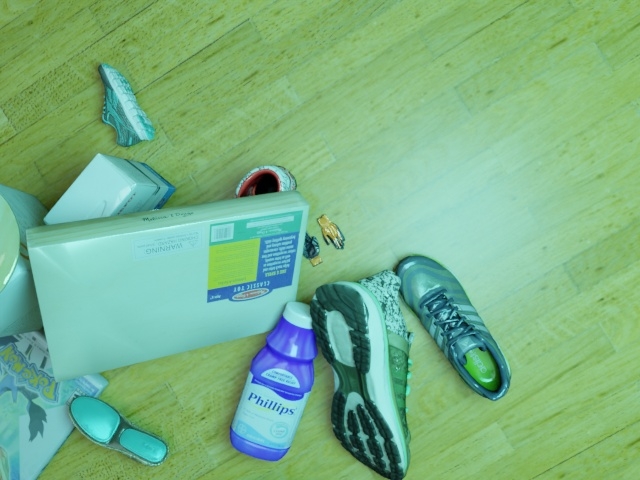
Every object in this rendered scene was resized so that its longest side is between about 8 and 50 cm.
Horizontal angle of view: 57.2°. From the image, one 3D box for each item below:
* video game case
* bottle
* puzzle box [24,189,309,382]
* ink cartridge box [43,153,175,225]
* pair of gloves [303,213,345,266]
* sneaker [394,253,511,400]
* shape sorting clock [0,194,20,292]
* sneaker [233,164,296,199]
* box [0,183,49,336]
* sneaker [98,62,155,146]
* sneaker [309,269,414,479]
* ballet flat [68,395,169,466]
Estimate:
[{"bbox_3d":[-0.627,0.292,1.140,0.329,0.036,0.300,38,95,2],"label":"video game case"},{"bbox_3d":[-0.072,0.248,1.043,0.118,0.092,0.283,19,103,-2],"label":"bottle"},{"bbox_3d":[-0.223,0.069,0.930,0.409,0.052,0.272,-10,130,-25],"label":"puzzle box"},{"bbox_3d":[-0.357,-0.064,1.022,0.086,0.203,0.148,41,94,2],"label":"ink cartridge box"},{"bbox_3d":[0.000,0.000,1.092,0.083,0.010,0.074,-33,90,8],"label":"pair of gloves"},{"bbox_3d":[0.239,0.149,1.020,0.111,0.121,0.300,-39,88,5],"label":"sneaker"},{"bbox_3d":[-0.502,0.009,0.768,0.206,0.040,0.206,3,78,-12],"label":"shape sorting clock"},{"bbox_3d":[-0.143,-0.019,1.035,0.090,0.145,0.270,36,94,3],"label":"sneaker"},{"bbox_3d":[-0.540,0.029,0.960,0.168,0.345,0.215,-42,88,-5],"label":"box"},{"bbox_3d":[-0.380,-0.248,1.091,0.076,0.065,0.166,-28,88,9],"label":"sneaker"},{"bbox_3d":[0.118,0.233,1.021,0.158,0.182,0.410,13,120,45],"label":"sneaker"},{"bbox_3d":[-0.382,0.364,1.103,0.206,0.067,0.073,34,57,-1],"label":"ballet flat"}]
